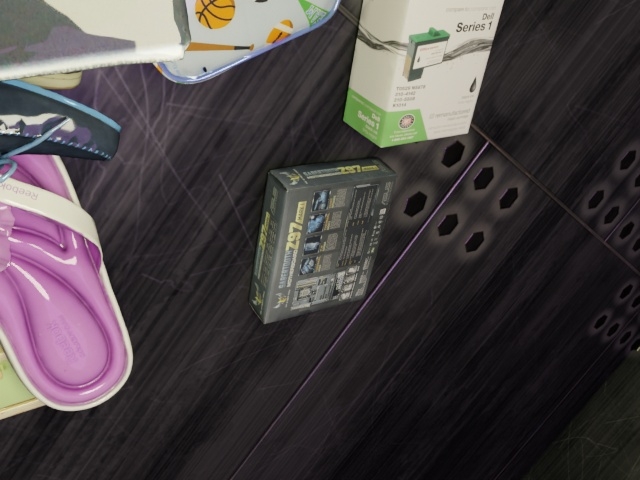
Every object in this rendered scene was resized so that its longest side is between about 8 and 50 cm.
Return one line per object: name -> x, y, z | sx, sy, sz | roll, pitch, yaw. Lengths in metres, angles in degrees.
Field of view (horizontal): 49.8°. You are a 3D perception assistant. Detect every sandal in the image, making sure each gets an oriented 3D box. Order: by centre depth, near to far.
sandal -> -0.295, 0.007, 0.679 | 0.169, 0.102, 0.416 | -37, 122, -20

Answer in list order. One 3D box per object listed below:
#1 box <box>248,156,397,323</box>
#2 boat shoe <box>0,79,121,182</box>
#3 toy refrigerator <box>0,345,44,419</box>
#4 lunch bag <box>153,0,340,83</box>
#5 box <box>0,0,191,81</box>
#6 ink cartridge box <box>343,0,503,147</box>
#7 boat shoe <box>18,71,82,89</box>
box -> 0.000, 0.000, 0.996 | 0.183, 0.059, 0.233 | -12, 130, -31
boat shoe -> -0.304, -0.093, 0.578 | 0.258, 0.109, 0.089 | 10, 81, -18
toy refrigerator -> -0.409, 0.153, 0.775 | 0.269, 0.094, 0.102 | -14, 130, -29
lunch bag -> -0.112, -0.310, 0.626 | 0.243, 0.115, 0.303 | -27, 134, -11
box -> -0.209, -0.291, 0.335 | 0.212, 0.293, 0.396 | -12, 113, -13
ink cartridge box -> 0.131, -0.245, 0.879 | 0.160, 0.092, 0.219 | -14, 130, -30
boat shoe -> -0.313, -0.214, 0.555 | 0.285, 0.103, 0.092 | 22, 112, -39
